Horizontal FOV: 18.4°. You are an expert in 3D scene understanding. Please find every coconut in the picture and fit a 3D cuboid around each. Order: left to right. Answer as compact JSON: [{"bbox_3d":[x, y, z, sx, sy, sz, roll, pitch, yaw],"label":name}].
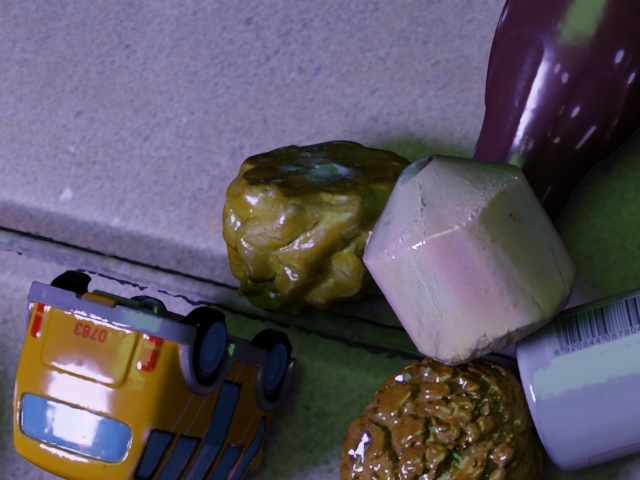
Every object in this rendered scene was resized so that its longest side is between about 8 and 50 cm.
[{"bbox_3d":[0.087,0.005,1.219,0.116,0.116,0.122,-26,97,10],"label":"coconut"}]

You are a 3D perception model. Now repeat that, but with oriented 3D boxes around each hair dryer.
[{"bbox_3d":[0.259,-0.052,1.276,0.340,0.123,0.312,22,91,15],"label":"hair dryer"}]

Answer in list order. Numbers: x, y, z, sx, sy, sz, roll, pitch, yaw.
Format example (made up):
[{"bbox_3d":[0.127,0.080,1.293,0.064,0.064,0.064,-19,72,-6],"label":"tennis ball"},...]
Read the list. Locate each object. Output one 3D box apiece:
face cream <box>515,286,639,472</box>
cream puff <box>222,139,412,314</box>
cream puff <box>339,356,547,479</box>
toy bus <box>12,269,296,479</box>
[{"bbox_3d":[0.253,0.064,1.218,0.252,0.101,0.101,-17,66,13],"label":"face cream"},{"bbox_3d":[0.000,0.000,1.335,0.146,0.146,0.116,11,114,24],"label":"cream puff"},{"bbox_3d":[0.074,0.137,1.251,0.144,0.103,0.126,-44,56,10],"label":"cream puff"},{"bbox_3d":[-0.110,0.104,1.288,0.126,0.209,0.136,14,86,24],"label":"toy bus"}]
